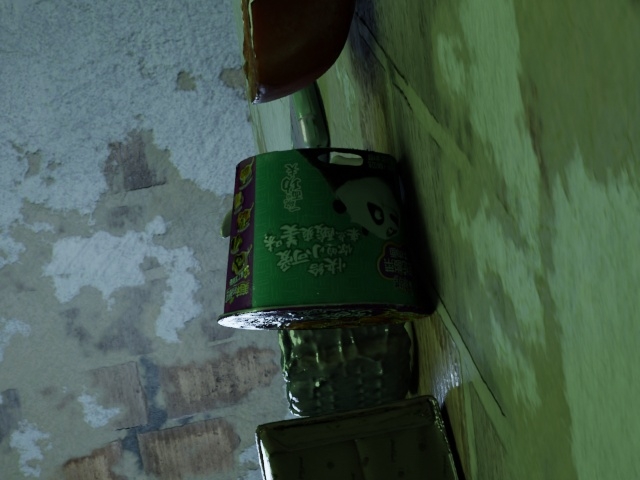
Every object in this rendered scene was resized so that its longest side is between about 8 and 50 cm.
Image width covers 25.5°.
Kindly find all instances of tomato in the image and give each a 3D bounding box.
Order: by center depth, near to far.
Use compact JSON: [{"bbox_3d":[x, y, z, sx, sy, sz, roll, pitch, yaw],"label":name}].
[{"bbox_3d":[-0.033,-0.327,1.750,0.338,0.143,0.338,174,90,-84],"label":"tomato"}]

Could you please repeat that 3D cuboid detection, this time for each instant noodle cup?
[{"bbox_3d":[0.000,0.000,1.667,0.251,0.251,0.190,116,152,-80],"label":"instant noodle cup"}]

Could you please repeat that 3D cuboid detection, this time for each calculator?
[{"bbox_3d":[-0.019,-0.167,2.367,0.246,0.045,0.141,89,168,-63],"label":"calculator"}]

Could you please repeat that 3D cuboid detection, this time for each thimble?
[{"bbox_3d":[0.025,0.132,1.891,0.236,0.172,0.205,161,96,-84],"label":"thimble"}]

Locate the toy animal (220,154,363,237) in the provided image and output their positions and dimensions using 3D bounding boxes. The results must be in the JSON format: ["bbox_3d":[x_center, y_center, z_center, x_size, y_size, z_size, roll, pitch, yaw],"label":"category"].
[{"bbox_3d":[-0.026,-0.039,1.850,0.131,0.220,0.104,-111,7,-52],"label":"toy animal"}]

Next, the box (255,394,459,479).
[{"bbox_3d":[0.051,0.339,1.773,0.297,0.225,0.190,90,168,-67],"label":"box"}]
